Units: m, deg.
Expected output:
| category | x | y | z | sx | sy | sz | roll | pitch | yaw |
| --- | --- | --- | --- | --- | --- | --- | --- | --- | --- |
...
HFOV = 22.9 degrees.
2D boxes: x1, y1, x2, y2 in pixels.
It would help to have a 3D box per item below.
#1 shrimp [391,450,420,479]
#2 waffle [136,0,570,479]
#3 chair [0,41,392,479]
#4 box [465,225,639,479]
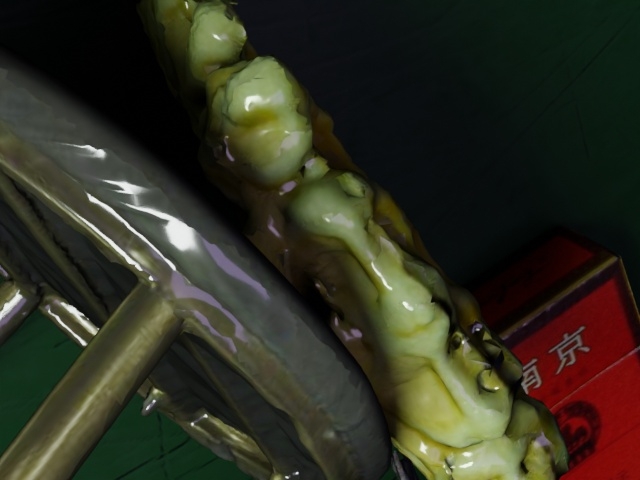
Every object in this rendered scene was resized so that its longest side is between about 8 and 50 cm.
| category | x | y | z | sx | sy | sz | roll | pitch | yaw |
| --- | --- | --- | --- | --- | --- | --- | --- | --- | --- |
| shrimp | 0.069 | 0.249 | 1.011 | 0.116 | 0.145 | 0.343 | -48 | 134 | -37 |
| waffle | 0.000 | 0.000 | 0.773 | 0.073 | 0.297 | 0.317 | -36 | 116 | -3 |
| chair | -0.201 | 0.148 | 0.643 | 0.410 | 0.362 | 0.364 | -50 | 149 | -14 |
| box | 0.151 | 0.129 | 1.042 | 0.153 | 0.074 | 0.239 | -31 | 121 | -11 |
